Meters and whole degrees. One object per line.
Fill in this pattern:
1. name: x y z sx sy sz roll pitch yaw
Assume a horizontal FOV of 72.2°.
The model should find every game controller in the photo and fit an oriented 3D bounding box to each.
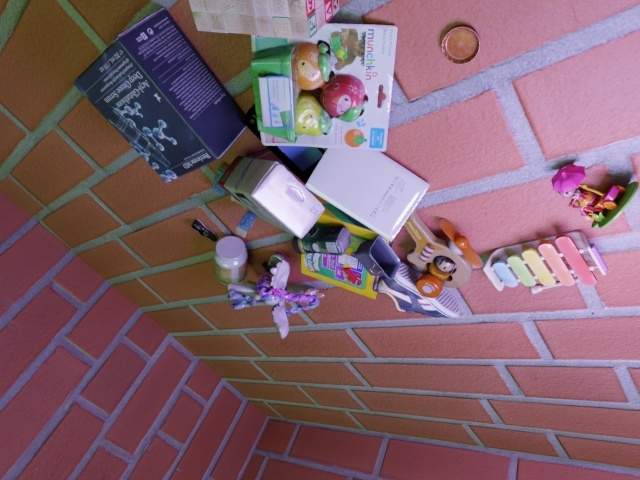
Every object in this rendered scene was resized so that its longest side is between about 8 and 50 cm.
1. game controller: -0.078 -0.301 1.333 0.319 0.067 0.166 43 140 -19

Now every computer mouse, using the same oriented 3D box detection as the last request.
1. computer mouse: -0.187 0.101 1.887 0.106 0.042 0.193 36 148 -2

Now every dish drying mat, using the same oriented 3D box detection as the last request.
1. dish drying mat: 0.114 0.130 1.577 0.032 0.008 0.083 -10 128 41

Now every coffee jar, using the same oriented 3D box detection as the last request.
1. coffee jar: 0.000 0.000 1.436 0.184 0.096 0.079 1 130 32

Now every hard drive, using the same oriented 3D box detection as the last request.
1. hard drive: 0.135 -0.162 1.289 0.307 0.040 0.203 32 103 -4

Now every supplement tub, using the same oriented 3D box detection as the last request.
1. supplement tub: -0.390 0.089 1.912 0.144 0.144 0.200 23 142 7

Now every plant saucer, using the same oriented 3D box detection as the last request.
1. plant saucer: 0.313 -0.435 0.977 0.083 0.013 0.084 17 140 14

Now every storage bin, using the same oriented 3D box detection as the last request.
1. storage bin: 0.174 0.063 1.407 0.091 0.098 0.135 -11 127 51

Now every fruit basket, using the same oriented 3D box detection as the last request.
1. fruit basket: 0.003 -0.374 1.117 0.352 0.166 0.327 9 131 10

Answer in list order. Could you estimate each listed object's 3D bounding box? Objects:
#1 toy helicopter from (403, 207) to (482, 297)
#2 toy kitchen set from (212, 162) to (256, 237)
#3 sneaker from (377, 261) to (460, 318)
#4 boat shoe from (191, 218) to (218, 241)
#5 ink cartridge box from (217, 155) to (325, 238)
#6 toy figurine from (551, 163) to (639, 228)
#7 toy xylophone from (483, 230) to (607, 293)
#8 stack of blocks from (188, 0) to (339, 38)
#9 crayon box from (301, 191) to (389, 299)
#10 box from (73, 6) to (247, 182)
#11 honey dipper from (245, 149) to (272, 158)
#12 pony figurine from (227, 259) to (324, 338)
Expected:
1. toy helicopter: 0.350 0.007 1.372 0.355 0.140 0.235 51 143 -11
2. toy kitchen set: -0.314 -0.142 1.581 0.207 0.166 0.122 31 143 -3
3. sneaker: 0.346 0.197 1.561 0.321 0.126 0.127 33 124 -16
4. boat shoe: -0.510 -0.036 1.931 0.048 0.042 0.133 -23 121 44
5. ink cartridge box: -0.164 -0.145 1.389 0.226 0.131 0.306 41 171 -32
6. toy figurine: 0.647 -0.118 1.080 0.159 0.130 0.173 34 169 15
7. toy xylophone: 0.667 0.082 1.293 0.236 0.081 0.322 41 141 -17
8. stack of blocks: -0.126 -0.545 0.997 0.296 0.171 0.087 14 140 20
9. crayon box: 0.088 0.025 1.572 0.312 0.106 0.363 19 141 14
10. box: -0.470 -0.416 1.329 0.293 0.212 0.396 -13 128 40
11. honey dipper: -0.196 -0.285 1.460 0.160 0.031 0.030 -15 125 37
12. pony figurine: -0.195 0.231 1.832 0.362 0.303 0.351 1 178 17
